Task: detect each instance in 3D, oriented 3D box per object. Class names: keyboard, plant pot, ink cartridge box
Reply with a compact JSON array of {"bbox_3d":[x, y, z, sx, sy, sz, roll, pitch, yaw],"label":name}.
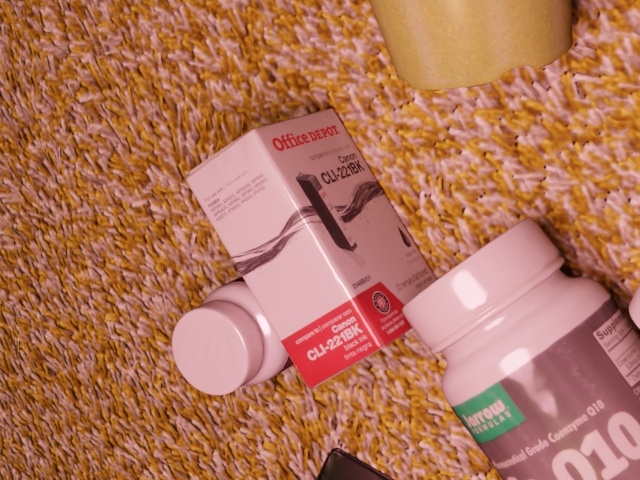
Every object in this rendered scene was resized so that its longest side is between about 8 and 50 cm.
[{"bbox_3d":[0.077,0.346,1.462,0.192,0.038,0.100,28,92,21],"label":"keyboard"},{"bbox_3d":[0.138,-0.293,1.143,0.276,0.276,0.254,-3,113,30],"label":"plant pot"},{"bbox_3d":[0.000,0.000,1.310,0.114,0.197,0.273,-34,86,30],"label":"ink cartridge box"}]

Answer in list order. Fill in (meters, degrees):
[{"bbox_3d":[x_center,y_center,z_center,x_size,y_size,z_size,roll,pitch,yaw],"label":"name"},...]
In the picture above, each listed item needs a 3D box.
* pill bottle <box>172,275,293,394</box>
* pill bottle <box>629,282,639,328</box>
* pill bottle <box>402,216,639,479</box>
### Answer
[{"bbox_3d":[-0.069,0.097,1.359,0.121,0.221,0.121,8,107,27],"label":"pill bottle"},{"bbox_3d":[0.410,-0.027,1.095,0.160,0.160,0.283,29,116,20],"label":"pill bottle"},{"bbox_3d":[0.256,0.169,1.208,0.204,0.204,0.361,-40,82,31],"label":"pill bottle"}]
